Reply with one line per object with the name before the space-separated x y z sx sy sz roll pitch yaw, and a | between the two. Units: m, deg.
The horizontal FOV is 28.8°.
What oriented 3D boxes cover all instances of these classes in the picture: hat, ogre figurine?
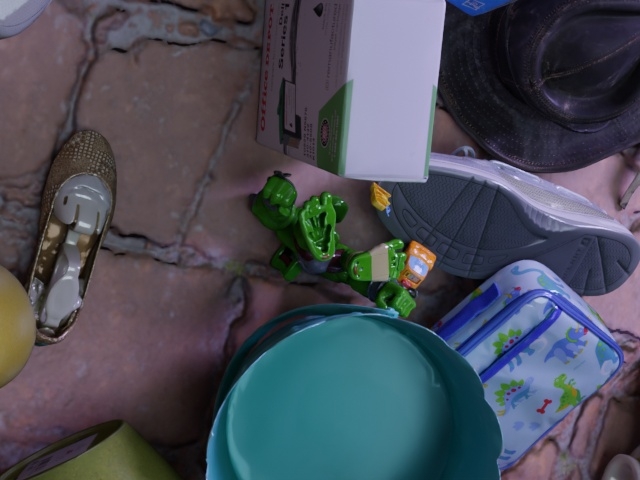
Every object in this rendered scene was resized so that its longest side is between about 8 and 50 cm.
hat | 0.283 -0.212 1.266 0.331 0.134 0.331 -3 106 -10
ogre figurine | 0.000 0.000 1.223 0.197 0.118 0.097 20 89 -30

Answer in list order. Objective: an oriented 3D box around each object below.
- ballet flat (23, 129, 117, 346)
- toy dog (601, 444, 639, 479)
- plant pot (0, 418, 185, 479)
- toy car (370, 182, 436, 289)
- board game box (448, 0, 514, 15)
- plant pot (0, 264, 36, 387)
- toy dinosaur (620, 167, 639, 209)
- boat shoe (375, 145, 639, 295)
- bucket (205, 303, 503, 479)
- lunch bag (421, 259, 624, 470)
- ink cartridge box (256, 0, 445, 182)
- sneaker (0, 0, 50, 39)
ballet flat | -0.226 0.003 1.141 0.073 0.067 0.206 11 96 -28
toy dog | 0.567 0.298 1.516 0.408 0.284 0.395 18 57 -27
plant pot | -0.182 0.327 1.149 0.274 0.275 0.293 -26 96 -19
toy car | 0.068 0.006 1.253 0.060 0.040 0.122 -29 117 21
board game box | 0.083 -0.407 1.112 0.308 0.086 0.302 26 65 -32
plant pot | -0.322 0.085 1.070 0.134 0.095 0.134 0 100 0
toy dinosaur | 0.400 -0.170 1.415 0.118 0.064 0.268 37 88 -35
boat shoe | 0.195 -0.027 1.333 0.320 0.103 0.118 13 120 -23
bucket | 0.023 0.194 1.180 0.281 0.183 0.281 0 92 -4
lunch bag | 0.195 0.136 1.331 0.219 0.090 0.176 -42 121 15
ink cartridge box | 0.020 -0.149 1.143 0.092 0.219 0.160 0 101 -23
sneaker | -0.223 -0.290 1.044 0.099 0.121 0.262 27 89 -28
